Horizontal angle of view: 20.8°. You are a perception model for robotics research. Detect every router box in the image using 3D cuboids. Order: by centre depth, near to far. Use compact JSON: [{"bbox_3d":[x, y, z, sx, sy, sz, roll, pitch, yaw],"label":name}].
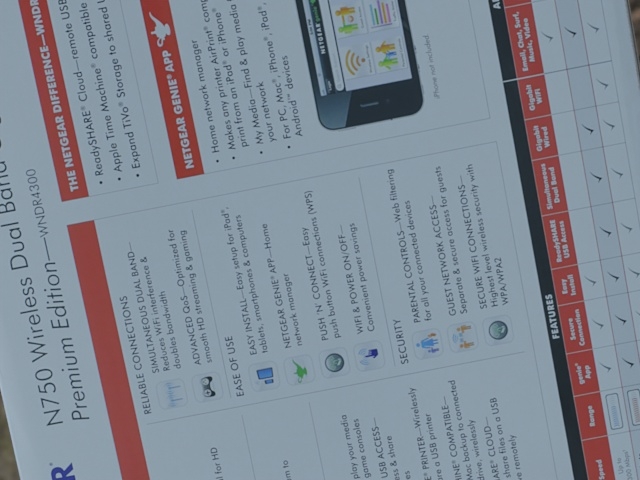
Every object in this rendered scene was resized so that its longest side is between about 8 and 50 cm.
[{"bbox_3d":[0.000,0.000,0.785,0.082,0.301,0.336,-91,-9,-82],"label":"router box"}]
